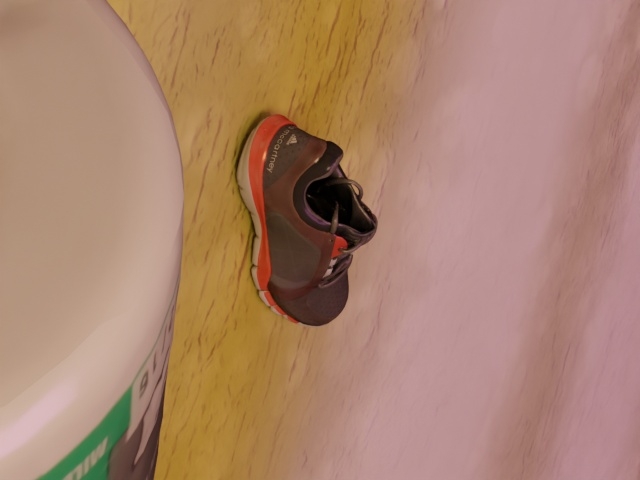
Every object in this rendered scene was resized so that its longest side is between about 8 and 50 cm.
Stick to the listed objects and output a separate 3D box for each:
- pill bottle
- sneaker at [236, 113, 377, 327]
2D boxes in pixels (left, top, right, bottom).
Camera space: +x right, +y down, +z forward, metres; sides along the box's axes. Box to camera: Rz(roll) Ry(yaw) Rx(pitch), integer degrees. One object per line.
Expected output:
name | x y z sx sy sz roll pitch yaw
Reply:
pill bottle | -0.152 0.083 0.572 0.204 0.204 0.361 -53 165 -35
sneaker | 0.000 0.000 1.053 0.061 0.065 0.158 -58 150 -28
